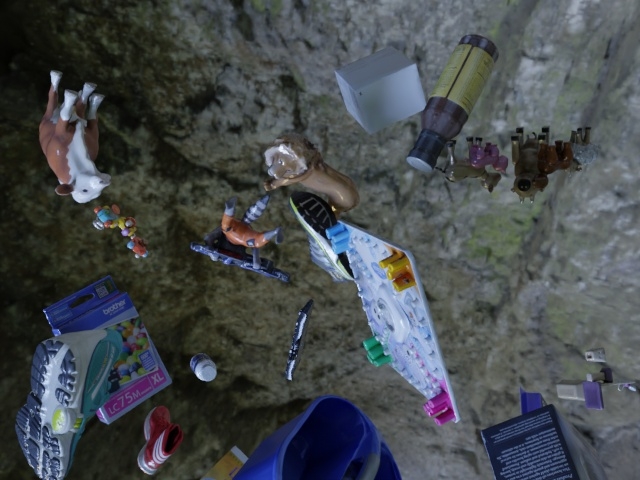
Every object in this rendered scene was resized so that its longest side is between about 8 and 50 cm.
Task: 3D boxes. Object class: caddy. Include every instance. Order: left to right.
[{"bbox_3d":[0.014,0.383,0.952,0.179,0.241,0.341,-38,-1,24],"label":"caddy"}]

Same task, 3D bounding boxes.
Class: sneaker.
[{"bbox_3d":[-0.346,0.239,0.890,0.110,0.107,0.275,-16,-42,-56],"label":"sneaker"},{"bbox_3d":[-0.412,0.515,1.711,0.128,0.087,0.221,-38,29,17],"label":"sneaker"},{"bbox_3d":[0.000,0.000,1.747,0.111,0.300,0.121,-33,-2,-42],"label":"sneaker"}]

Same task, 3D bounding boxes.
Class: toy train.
[{"bbox_3d":[-0.506,-0.032,1.631,0.166,0.046,0.125,42,-167,-38],"label":"toy train"}]

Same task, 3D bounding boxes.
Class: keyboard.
[{"bbox_3d":[-0.053,0.232,1.446,0.108,0.023,0.180,-58,-19,-66],"label":"keyboard"}]

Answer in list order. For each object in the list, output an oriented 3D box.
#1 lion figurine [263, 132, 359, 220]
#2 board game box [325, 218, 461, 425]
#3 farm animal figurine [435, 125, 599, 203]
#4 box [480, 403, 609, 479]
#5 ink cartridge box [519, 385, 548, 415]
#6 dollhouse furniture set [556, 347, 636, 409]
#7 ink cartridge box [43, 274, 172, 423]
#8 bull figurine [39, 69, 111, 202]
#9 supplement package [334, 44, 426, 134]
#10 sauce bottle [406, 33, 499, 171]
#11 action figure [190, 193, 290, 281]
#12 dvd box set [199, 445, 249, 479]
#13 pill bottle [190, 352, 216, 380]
[{"bbox_3d":[-0.006,-0.166,1.714,0.240,0.392,0.142,-12,64,50],"label":"lion figurine"},{"bbox_3d":[0.146,0.167,1.398,0.390,0.050,0.390,30,140,68],"label":"board game box"},{"bbox_3d":[0.519,-0.193,1.666,0.327,0.330,0.172,-27,-62,-43],"label":"farm animal figurine"},{"bbox_3d":[0.515,0.557,1.338,0.296,0.183,0.294,42,-151,-38],"label":"box"},{"bbox_3d":[0.582,0.518,1.674,0.208,0.045,0.206,46,-140,-40],"label":"ink cartridge box"},{"bbox_3d":[0.438,0.217,1.010,0.114,0.081,0.091,144,124,-71],"label":"dollhouse furniture set"},{"bbox_3d":[-0.509,0.259,1.528,0.186,0.065,0.311,-31,-78,-34],"label":"ink cartridge box"},{"bbox_3d":[-0.471,-0.201,1.203,0.310,0.101,0.188,38,115,47],"label":"bull figurine"},{"bbox_3d":[0.177,-0.448,1.869,0.203,0.194,0.149,-117,3,-55],"label":"supplement package"},{"bbox_3d":[0.311,-0.328,1.525,0.344,0.111,0.111,-60,-9,-9],"label":"sauce bottle"},{"bbox_3d":[-0.219,-0.003,2.030,0.330,0.341,0.178,-35,37,57],"label":"action figure"},{"bbox_3d":[-0.291,0.838,1.792,0.420,0.308,0.062,-40,-30,-26],"label":"dvd box set"},{"bbox_3d":[-0.371,0.406,2.016,0.120,0.067,0.067,15,94,65],"label":"pill bottle"}]
